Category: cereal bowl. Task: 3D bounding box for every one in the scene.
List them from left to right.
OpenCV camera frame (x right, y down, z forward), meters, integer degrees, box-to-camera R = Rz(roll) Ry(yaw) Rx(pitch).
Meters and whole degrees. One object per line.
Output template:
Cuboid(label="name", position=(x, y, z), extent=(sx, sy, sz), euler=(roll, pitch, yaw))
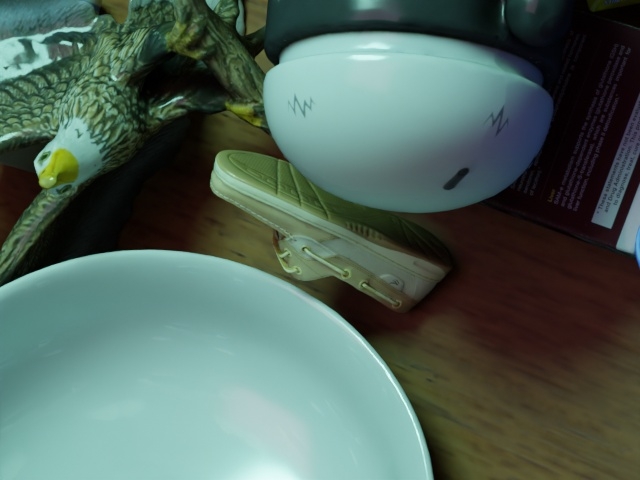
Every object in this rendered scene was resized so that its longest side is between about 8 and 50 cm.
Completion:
Cuboid(label="cereal bowl", position=(-0.105, 0.180, 1.200), extent=(0.339, 0.141, 0.339), euler=(4, 55, -6))

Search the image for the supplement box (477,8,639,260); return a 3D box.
Cuboid(label="supplement box", position=(0.123, -0.081, 1.204), extent=(0.239, 0.073, 0.130), euler=(22, 92, 31))

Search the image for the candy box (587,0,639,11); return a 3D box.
Cuboid(label="candy box", position=(0.184, -0.242, 1.187), extent=(0.105, 0.027, 0.205), euler=(-11, 72, -16))

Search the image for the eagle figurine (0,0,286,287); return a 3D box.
Cuboid(label="eagle figurine", position=(-0.169, -0.064, 1.285), extent=(0.298, 0.225, 0.226), euler=(-26, 74, 22))

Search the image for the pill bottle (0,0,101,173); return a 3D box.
Cuboid(label="pill bottle", position=(-0.211, -0.121, 1.406), extent=(0.078, 0.078, 0.137), euler=(15, 91, 31))

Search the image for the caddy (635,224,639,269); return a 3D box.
Cuboid(label="caddy", position=(0.327, 0.010, 1.004), extent=(0.341, 0.179, 0.241), euler=(4, 57, 32))

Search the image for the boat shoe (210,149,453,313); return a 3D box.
Cuboid(label="boat shoe", position=(0.000, 0.000, 1.225), extent=(0.059, 0.170, 0.063), euler=(-57, 19, 22))

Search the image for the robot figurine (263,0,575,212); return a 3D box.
Cuboid(label="robot figurine", position=(0.059, -0.154, 1.117), extent=(0.174, 0.209, 0.278), euler=(5, 80, 7))
